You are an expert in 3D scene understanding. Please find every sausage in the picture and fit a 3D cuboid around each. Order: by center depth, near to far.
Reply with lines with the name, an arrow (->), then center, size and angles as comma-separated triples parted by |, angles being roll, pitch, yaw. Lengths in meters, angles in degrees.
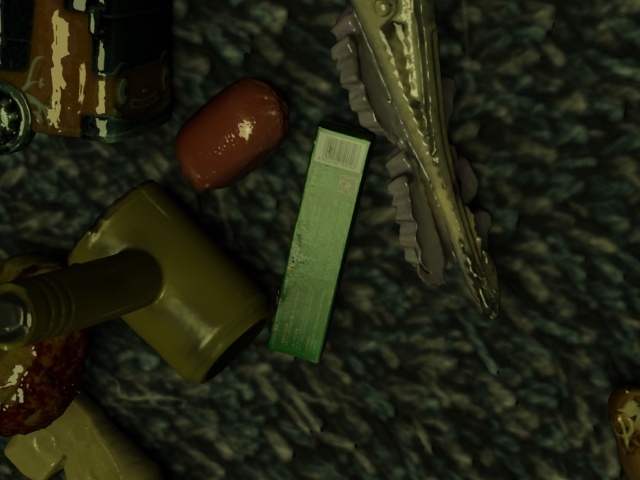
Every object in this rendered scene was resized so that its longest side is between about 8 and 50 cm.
sausage -> -0.061, -0.075, 1.041 | 0.094, 0.059, 0.054 | -37, 72, 21

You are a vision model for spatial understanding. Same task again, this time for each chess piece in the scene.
chess piece -> -0.162, 0.199, 1.137 | 0.200, 0.090, 0.090 | 44, 110, 11

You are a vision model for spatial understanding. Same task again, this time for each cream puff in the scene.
cream puff -> -0.224, 0.082, 1.091 | 0.149, 0.149, 0.084 | -36, 134, 19

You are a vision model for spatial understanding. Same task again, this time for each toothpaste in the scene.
toothpaste -> 0.000, 0.000, 1.060 | 0.043, 0.037, 0.179 | 15, 108, 6

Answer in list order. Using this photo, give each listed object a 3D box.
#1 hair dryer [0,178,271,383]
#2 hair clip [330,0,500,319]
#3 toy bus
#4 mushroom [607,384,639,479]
hair dryer -> -0.136, 0.042, 0.965 | 0.135, 0.278, 0.090 | 46, 106, 8
hair clip -> 0.071, -0.080, 0.986 | 0.084, 0.106, 0.292 | -9, 106, 28
toy bus -> -0.247, -0.156, 1.025 | 0.275, 0.138, 0.167 | 8, 105, 13
mushroom -> 0.299, 0.104, 1.004 | 0.209, 0.071, 0.084 | -30, 64, 16
